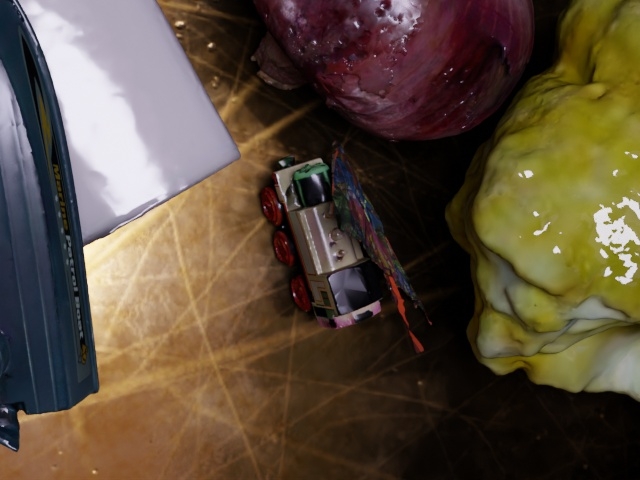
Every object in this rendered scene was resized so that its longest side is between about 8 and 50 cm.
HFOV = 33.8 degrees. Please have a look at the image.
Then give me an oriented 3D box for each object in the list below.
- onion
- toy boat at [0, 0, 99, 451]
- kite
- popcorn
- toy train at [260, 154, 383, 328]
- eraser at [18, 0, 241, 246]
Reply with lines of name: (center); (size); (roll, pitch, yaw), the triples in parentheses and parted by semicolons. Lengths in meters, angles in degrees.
onion: (0.036, -0.184, 0.777); (0.252, 0.219, 0.252); (30, 45, -36)
toy boat: (-0.206, -0.032, 0.639); (0.114, 0.122, 0.296); (-3, 106, 3)
kite: (0.045, 0.003, 0.808); (0.009, 0.232, 0.189); (-25, 65, 12)
popcorn: (0.251, -0.024, 0.833); (0.334, 0.293, 0.292); (55, 32, -48)
toy train: (0.000, 0.000, 0.813); (0.050, 0.087, 0.138); (-20, 97, -23)
eraser: (-0.195, -0.134, 0.731); (0.174, 0.095, 0.270); (-31, 102, -12)
